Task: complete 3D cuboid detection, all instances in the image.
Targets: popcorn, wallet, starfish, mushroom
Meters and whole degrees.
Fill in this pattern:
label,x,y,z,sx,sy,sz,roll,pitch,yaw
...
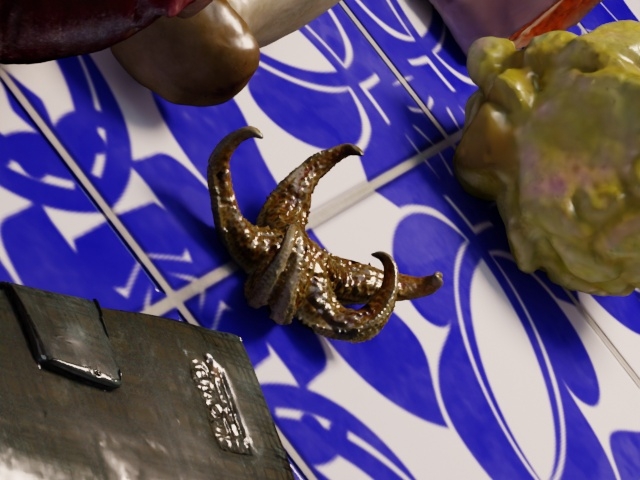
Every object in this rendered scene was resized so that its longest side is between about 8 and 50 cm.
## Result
label,x,y,z,sx,sy,sz,roll,pitch,yaw
popcorn,0.238,-0.072,1.488,0.212,0.259,0.259,28,32,-61
wallet,-0.129,0.097,0.919,0.317,0.044,0.169,17,41,-47
starfish,0.002,0.000,1.191,0.190,0.074,0.146,19,43,-45
mushroom,-0.046,-0.203,1.303,0.128,0.128,0.350,46,35,-8

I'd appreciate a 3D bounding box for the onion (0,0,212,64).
label,x,y,z,sx,sy,sz,roll,pitch,yaw
onion,-0.162,-0.191,1.081,0.272,0.195,0.272,-1,48,1

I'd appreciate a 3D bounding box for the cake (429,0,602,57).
label,x,y,z,sx,sy,sz,roll,pitch,yaw
cake,0.223,-0.345,1.688,0.230,0.309,0.237,55,25,4
